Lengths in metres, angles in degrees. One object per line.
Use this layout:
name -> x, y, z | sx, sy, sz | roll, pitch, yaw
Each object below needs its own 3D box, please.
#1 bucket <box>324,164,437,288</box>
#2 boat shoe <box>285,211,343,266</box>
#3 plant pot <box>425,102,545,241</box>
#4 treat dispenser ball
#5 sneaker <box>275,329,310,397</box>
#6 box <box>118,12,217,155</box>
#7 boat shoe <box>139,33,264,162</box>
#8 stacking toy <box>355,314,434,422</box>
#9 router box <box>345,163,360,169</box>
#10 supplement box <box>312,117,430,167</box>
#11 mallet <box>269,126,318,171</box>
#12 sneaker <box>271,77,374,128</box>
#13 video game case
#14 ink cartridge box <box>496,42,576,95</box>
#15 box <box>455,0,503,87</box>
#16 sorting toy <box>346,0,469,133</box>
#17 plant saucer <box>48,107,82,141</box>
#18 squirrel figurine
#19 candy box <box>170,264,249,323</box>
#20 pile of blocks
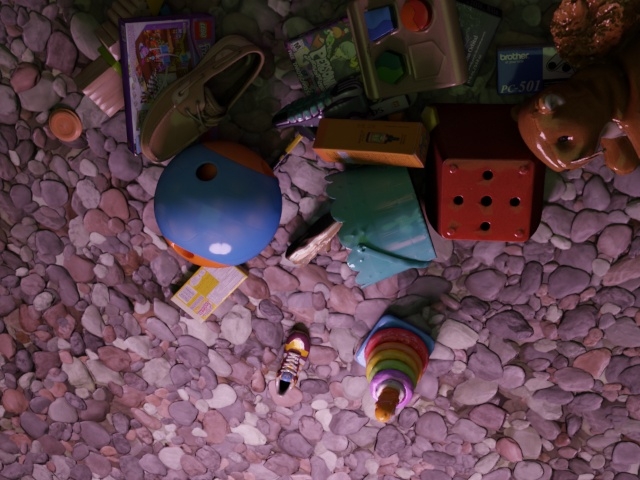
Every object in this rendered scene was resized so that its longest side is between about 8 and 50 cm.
bucket -> 0.137, -0.045, 1.807 | 0.183, 0.281, 0.281 | -17, 111, 9
boat shoe -> 0.000, 0.000, 1.973 | 0.072, 0.068, 0.190 | 37, 127, -22
plant pot -> 0.352, -0.130, 1.741 | 0.267, 0.236, 0.268 | 2, 115, 9
treat dispenser ball -> -0.229, -0.082, 1.845 | 0.288, 0.288, 0.288 | 4, 116, 9
sneaker -> -0.073, 0.322, 2.124 | 0.069, 0.084, 0.186 | 15, 118, 3
box -> -0.332, -0.345, 1.806 | 0.200, 0.057, 0.293 | -12, 119, -27
boat shoe -> -0.258, -0.301, 1.765 | 0.341, 0.110, 0.121 | -50, 130, 1
stacking toy -> 0.171, 0.334, 1.960 | 0.165, 0.302, 0.175 | 30, 116, -4
router box -> 0.106, -0.202, 1.816 | 0.092, 0.122, 0.038 | -17, 105, 18
supplement box -> 0.106, -0.203, 1.705 | 0.233, 0.080, 0.078 | 7, 73, 29
mallet -> -0.066, -0.206, 1.899 | 0.062, 0.039, 0.190 | 35, 121, -3
sneaker -> 0.003, -0.268, 1.785 | 0.223, 0.083, 0.098 | -17, 123, 25
video game case -> 0.059, -0.366, 1.790 | 0.210, 0.042, 0.232 | -17, 111, 19
ink cartridge box -> 0.474, -0.361, 1.712 | 0.207, 0.046, 0.097 | -2, 114, 12
box -> 0.273, -0.423, 1.695 | 0.158, 0.093, 0.156 | 21, 117, 2
sorting toy -> 0.182, -0.357, 1.664 | 0.229, 0.041, 0.307 | -5, 106, 32
plant saucer -> -0.617, -0.279, 1.978 | 0.083, 0.013, 0.084 | 4, 116, 9
squirrel figurine -> 0.548, -0.316, 1.569 | 0.370, 0.281, 0.397 | -14, 97, -1
candy box -> -0.284, 0.117, 2.097 | 0.105, 0.027, 0.206 | 40, 116, -12
pile of blocks -> -0.427, -0.459, 1.820 | 0.113, 0.149, 0.362 | 47, 112, 35
